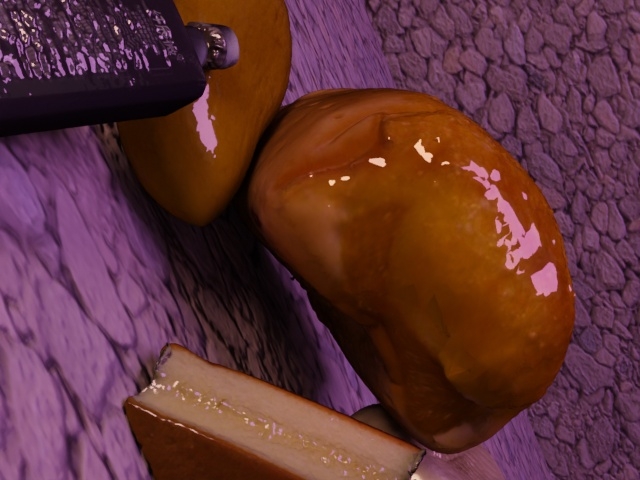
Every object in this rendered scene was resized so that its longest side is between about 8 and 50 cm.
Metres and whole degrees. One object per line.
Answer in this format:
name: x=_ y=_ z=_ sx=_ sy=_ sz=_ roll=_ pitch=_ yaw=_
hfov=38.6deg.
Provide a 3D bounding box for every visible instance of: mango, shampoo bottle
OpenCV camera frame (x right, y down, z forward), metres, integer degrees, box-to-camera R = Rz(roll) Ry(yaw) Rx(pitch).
mango: x=-0.117 y=-0.173 z=0.887 sx=0.195 sy=0.142 sz=0.331 roll=57 pitch=28 yaw=-30
shampoo bottle: x=-0.163 y=-0.135 z=0.659 sx=0.309 sy=0.071 sz=0.098 roll=-21 pitch=86 yaw=-54

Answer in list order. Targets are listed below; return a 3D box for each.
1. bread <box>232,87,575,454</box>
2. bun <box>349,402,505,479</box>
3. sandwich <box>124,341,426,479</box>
bread: x=0.099 y=0.008 z=0.922 sx=0.361 sy=0.250 sz=0.394 roll=54 pitch=-4 yaw=-14
bun: x=0.097 y=0.269 z=1.000 sx=0.229 sy=0.145 sz=0.229 roll=37 pitch=10 yaw=-7
sandwich: x=-0.046 y=0.188 z=0.737 sx=0.236 sy=0.128 sz=0.122 roll=25 pitch=20 yaw=1
